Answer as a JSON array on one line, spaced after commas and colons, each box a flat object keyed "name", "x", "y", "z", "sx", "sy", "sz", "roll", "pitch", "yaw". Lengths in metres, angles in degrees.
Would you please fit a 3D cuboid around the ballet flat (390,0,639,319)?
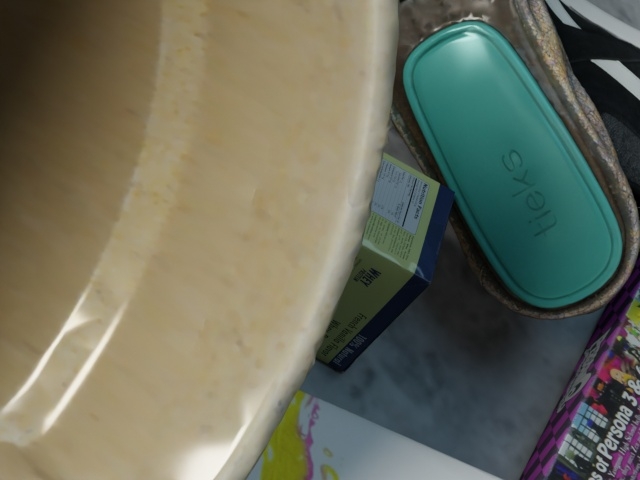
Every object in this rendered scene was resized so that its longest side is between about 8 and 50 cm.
[{"name": "ballet flat", "x": 0.052, "y": -0.111, "z": 0.889, "sx": 0.106, "sy": 0.108, "sz": 0.316, "roll": -43, "pitch": 111, "yaw": -75}]

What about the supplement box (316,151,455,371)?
[{"name": "supplement box", "x": 0.000, "y": 0.000, "z": 0.850, "sx": 0.083, "sy": 0.083, "sz": 0.056, "roll": 29, "pitch": 48, "yaw": -11}]

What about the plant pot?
[{"name": "plant pot", "x": -0.202, "y": -0.054, "z": 0.520, "sx": 0.305, "sy": 0.333, "sz": 0.334, "roll": 30, "pitch": 37, "yaw": 34}]

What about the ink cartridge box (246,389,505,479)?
[{"name": "ink cartridge box", "x": -0.030, "y": 0.173, "z": 0.674, "sx": 0.306, "sy": 0.131, "sz": 0.226, "roll": 26, "pitch": 48, "yaw": -17}]

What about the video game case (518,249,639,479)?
[{"name": "video game case", "x": 0.207, "y": 0.123, "z": 0.922, "sx": 0.210, "sy": 0.042, "sz": 0.232, "roll": 38, "pitch": 46, "yaw": -4}]

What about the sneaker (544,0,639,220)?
[{"name": "sneaker", "x": 0.094, "y": -0.078, "z": 0.971, "sx": 0.217, "sy": 0.079, "sz": 0.121, "roll": 23, "pitch": 49, "yaw": -17}]
